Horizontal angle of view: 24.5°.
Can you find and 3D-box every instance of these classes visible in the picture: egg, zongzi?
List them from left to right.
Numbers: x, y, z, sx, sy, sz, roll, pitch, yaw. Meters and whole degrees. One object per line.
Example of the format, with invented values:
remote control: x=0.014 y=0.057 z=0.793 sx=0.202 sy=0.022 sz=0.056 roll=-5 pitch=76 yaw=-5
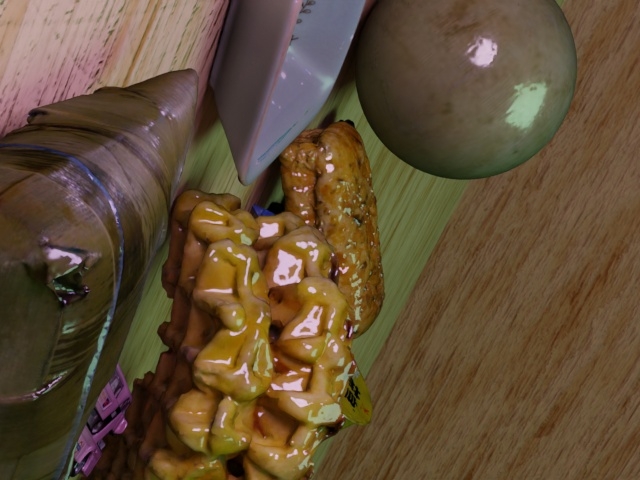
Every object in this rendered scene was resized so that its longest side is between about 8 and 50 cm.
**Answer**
zongzi: x=-0.158 y=0.038 z=0.841 sx=0.251 sy=0.125 sz=0.274 roll=-65 pitch=175 yaw=27
egg: x=0.144 y=-0.168 z=1.483 sx=0.218 sy=0.218 sz=0.295 roll=-59 pitch=177 yaw=-1

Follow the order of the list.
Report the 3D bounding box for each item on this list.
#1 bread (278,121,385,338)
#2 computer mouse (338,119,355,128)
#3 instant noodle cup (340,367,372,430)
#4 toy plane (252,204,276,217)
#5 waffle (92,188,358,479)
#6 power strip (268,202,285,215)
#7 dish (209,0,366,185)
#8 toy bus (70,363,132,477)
bread: x=0.012 y=-0.008 z=1.456 sx=0.114 sy=0.083 sz=0.211 roll=-46 pitch=130 yaw=-66
computer mouse: x=0.011 y=-0.041 z=1.596 sx=0.106 sy=0.062 sz=0.192 roll=-72 pitch=-175 yaw=-56
instant noodle cup: x=-0.056 y=0.147 z=1.513 sx=0.144 sy=0.182 sz=0.182 roll=-34 pitch=176 yaw=14
toy plane: x=-0.092 y=0.044 z=1.437 sx=0.167 sy=0.054 sz=0.062 roll=-57 pitch=145 yaw=-12
waffle: x=-0.087 y=0.134 z=1.207 sx=0.261 sy=0.151 sz=0.324 roll=-112 pitch=-142 yaw=-54
power strip: x=-0.060 y=0.015 z=1.547 sx=0.111 sy=0.029 sz=0.038 roll=-61 pitch=171 yaw=7
dish: x=-0.029 y=-0.148 z=1.103 sx=0.154 sy=0.064 sz=0.234 roll=-50 pitch=166 yaw=-45
toy bus: x=-0.188 y=0.115 z=1.087 sx=0.090 sy=0.063 sz=0.203 roll=-57 pitch=169 yaw=-19
